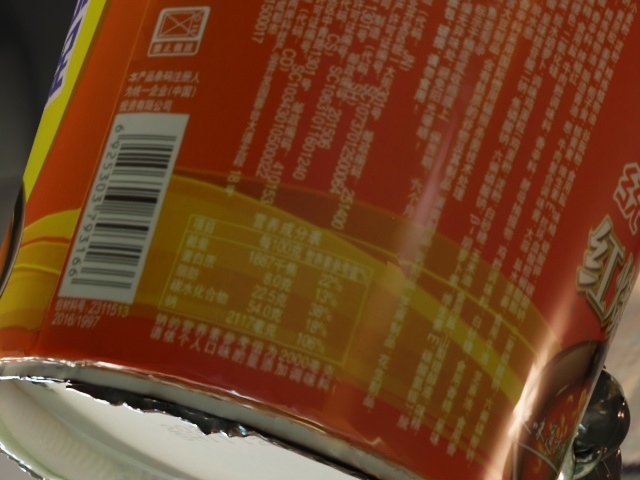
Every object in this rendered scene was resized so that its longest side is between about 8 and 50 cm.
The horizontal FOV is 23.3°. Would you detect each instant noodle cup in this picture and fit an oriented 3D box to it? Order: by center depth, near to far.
[{"bbox_3d":[0.000,0.000,0.456,0.213,0.213,0.174,-36,-149,63],"label":"instant noodle cup"}]

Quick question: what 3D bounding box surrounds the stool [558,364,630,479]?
[{"bbox_3d":[0.170,0.161,1.176,0.228,0.153,0.139,-34,-155,42],"label":"stool"}]
